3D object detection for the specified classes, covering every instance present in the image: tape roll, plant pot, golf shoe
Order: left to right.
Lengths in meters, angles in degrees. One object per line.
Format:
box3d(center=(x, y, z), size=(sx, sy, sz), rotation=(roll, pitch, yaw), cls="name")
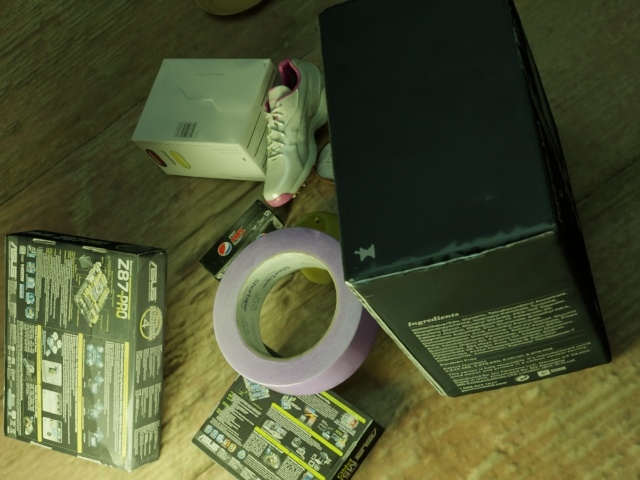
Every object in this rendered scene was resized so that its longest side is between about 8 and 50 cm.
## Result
box3d(center=(-0.178, -0.601, 2.300), size=(0.236, 0.032, 0.236), rotation=(-11, 60, 20), cls="plant pot")
box3d(center=(-0.067, -0.214, 1.957), size=(0.115, 0.140, 0.306), rotation=(-11, 54, 49), cls="golf shoe")
box3d(center=(-0.041, 0.119, 1.712), size=(0.275, 0.090, 0.274), rotation=(-8, 70, 21), cls="tape roll")
box3d(center=(0.000, 0.000, 1.848), size=(0.134, 0.095, 0.134), rotation=(-11, 60, 20), cls="plant pot")

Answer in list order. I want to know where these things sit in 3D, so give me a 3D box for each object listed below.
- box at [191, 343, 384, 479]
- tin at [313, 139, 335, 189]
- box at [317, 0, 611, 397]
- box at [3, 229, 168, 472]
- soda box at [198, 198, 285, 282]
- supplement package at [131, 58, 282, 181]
box3d(center=(-0.059, 0.331, 1.720), size=(0.270, 0.060, 0.216), rotation=(29, 78, 34), cls="box")
box3d(center=(0.066, -0.142, 1.911), size=(0.190, 0.040, 0.106), rotation=(14, 77, 42), cls="tin")
box3d(center=(0.224, -0.076, 1.549), size=(0.298, 0.472, 0.479), rotation=(-16, 59, 18), cls="box")
box3d(center=(-0.436, 0.192, 1.844), size=(0.318, 0.097, 0.394), rotation=(7, 98, 30), cls="box")
box3d(center=(-0.151, 0.005, 1.944), size=(0.169, 0.053, 0.060), rotation=(-46, 53, -4), cls="soda box")
box3d(center=(-0.211, -0.246, 2.053), size=(0.262, 0.145, 0.204), rotation=(5, 66, 29), cls="supplement package")
